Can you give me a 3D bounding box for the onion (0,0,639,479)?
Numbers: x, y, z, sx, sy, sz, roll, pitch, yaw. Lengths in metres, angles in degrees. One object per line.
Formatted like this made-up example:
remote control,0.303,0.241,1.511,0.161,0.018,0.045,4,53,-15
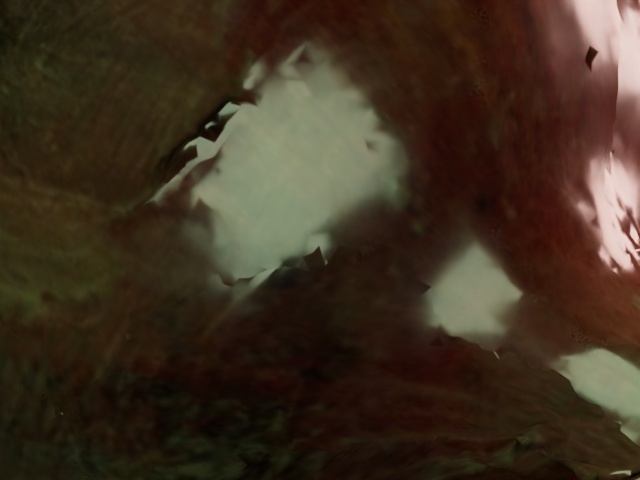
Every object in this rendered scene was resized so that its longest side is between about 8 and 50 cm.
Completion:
onion,-0.015,-0.006,0.746,0.353,0.353,0.354,-5,105,-19
